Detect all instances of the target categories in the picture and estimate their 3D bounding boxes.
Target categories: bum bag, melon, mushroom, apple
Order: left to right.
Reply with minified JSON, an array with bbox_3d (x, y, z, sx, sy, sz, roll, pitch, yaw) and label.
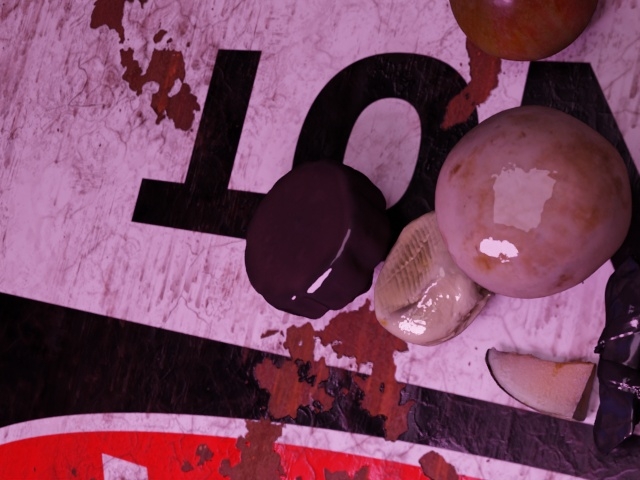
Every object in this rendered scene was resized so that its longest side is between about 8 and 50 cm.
[{"bbox_3d":[0.332,-0.431,1.820,0.257,0.234,0.256,-7,75,27],"label":"apple"},{"bbox_3d":[0.328,-0.051,1.683,0.298,0.290,0.297,-5,77,23],"label":"mushroom"},{"bbox_3d":[0.340,0.226,1.743,0.182,0.054,0.098,6,75,33],"label":"melon"},{"bbox_3d":[0.454,0.170,1.650,0.074,0.137,0.309,9,80,-11],"label":"bum bag"}]

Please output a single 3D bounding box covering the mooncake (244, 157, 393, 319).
[{"bbox_3d":[0.000,0.000,1.942,0.283,0.141,0.283,-25,53,37],"label":"mooncake"}]

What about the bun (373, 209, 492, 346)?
[{"bbox_3d":[0.195,0.071,1.828,0.229,0.145,0.229,-49,26,33],"label":"bun"}]
